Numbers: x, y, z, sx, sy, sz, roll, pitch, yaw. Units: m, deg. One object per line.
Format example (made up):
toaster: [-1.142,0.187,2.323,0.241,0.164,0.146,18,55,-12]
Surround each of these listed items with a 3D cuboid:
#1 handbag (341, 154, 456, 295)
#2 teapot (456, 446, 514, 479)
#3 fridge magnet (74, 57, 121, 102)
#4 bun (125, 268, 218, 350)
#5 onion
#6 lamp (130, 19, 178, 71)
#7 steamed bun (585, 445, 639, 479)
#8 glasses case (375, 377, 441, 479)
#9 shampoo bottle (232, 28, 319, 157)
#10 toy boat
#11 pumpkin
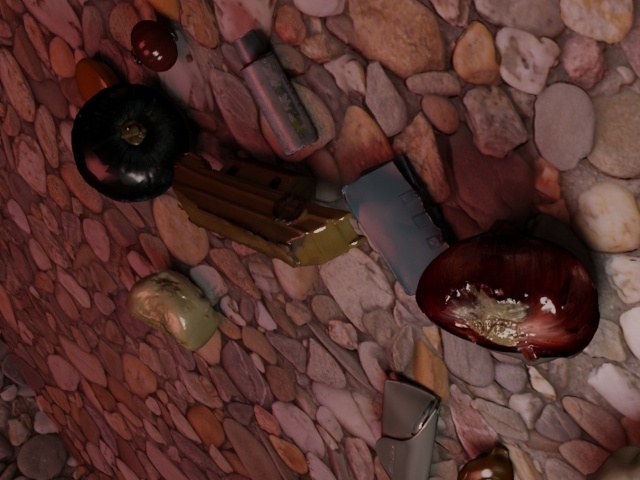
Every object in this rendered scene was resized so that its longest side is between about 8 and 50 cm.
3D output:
handbag: [0.140,-0.023,1.646,0.144,0.057,0.221,-21,102,52]
teapot: [0.300,0.420,1.839,0.098,0.078,0.129,13,134,-12]
fridge magnet: [-0.459,-0.315,2.108,0.143,0.063,0.143,33,141,31]
bun: [-0.334,0.151,2.316,0.229,0.145,0.229,28,172,4]
onion: [0.278,0.064,1.471,0.272,0.195,0.272,13,159,5]
lamp: [-0.305,-0.357,1.857,0.101,0.090,0.101,58,-178,-4]
steamed bun: [0.494,0.449,1.504,0.309,0.219,0.324,27,115,13]
glasses case: [0.160,0.398,1.972,0.128,0.083,0.308,31,140,29]
shampoo bottle: [-0.079,-0.249,1.697,0.072,0.072,0.214,-12,110,54]
toy boat: [-0.098,-0.063,1.810,0.445,0.162,0.136,22,153,44]
pumpkin: [-0.370,-0.189,1.966,0.233,0.233,0.163,54,166,-1]
